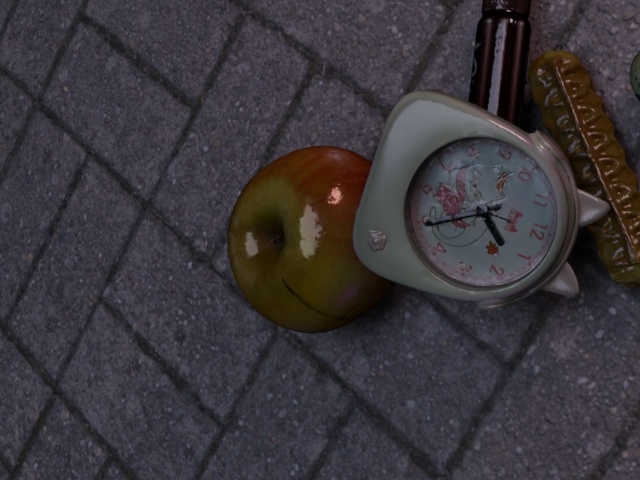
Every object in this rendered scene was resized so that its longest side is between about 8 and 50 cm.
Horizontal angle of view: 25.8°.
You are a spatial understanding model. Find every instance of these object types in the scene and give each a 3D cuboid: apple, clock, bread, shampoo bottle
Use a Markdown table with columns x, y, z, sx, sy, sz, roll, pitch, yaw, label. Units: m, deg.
| x | y | z | sx | sy | sz | roll | pitch | yaw | label |
| --- | --- | --- | --- | --- | --- | --- | --- | --- | --- |
| 0.000 | 0.000 | 2.116 | 0.286 | 0.233 | 0.286 | -3 | 85 | 41 | apple |
| 0.220 | -0.041 | 1.897 | 0.324 | 0.108 | 0.265 | 22 | 104 | 14 | clock |
| 0.377 | -0.106 | 1.920 | 0.084 | 0.077 | 0.368 | -34 | 62 | 32 | bread |
| 0.255 | -0.225 | 2.016 | 0.084 | 0.129 | 0.323 | 6 | 87 | 1 | shampoo bottle |

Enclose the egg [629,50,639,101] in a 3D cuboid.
| x | y | z | sx | sy | sz | roll | pitch | yaw | label |
| --- | --- | --- | --- | --- | --- | --- | --- | --- | --- |
| 0.460 | -0.211 | 1.863 | 0.085 | 0.085 | 0.110 | -25 | 79 | 34 | egg |
